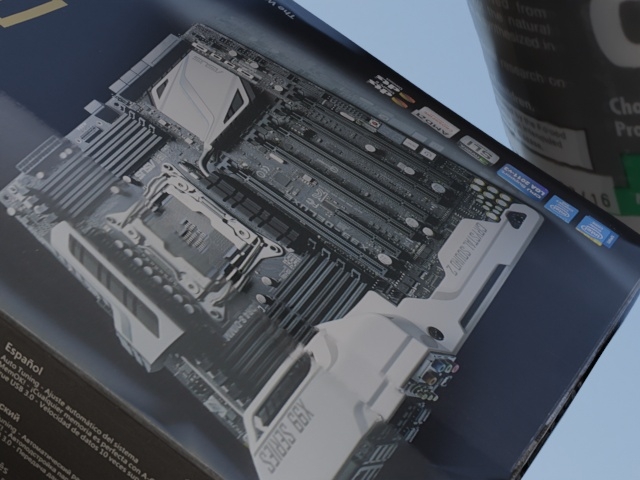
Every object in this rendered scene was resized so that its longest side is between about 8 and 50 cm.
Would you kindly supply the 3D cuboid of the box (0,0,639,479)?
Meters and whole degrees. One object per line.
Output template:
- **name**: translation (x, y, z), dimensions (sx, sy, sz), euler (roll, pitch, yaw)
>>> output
- **box**: translation (-0.066, -0.016, 0.473), dimensions (0.307, 0.242, 0.077), euler (36, -59, 10)

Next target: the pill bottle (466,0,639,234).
- **pill bottle**: translation (0.150, -0.196, 0.723), dimensions (0.204, 0.204, 0.361), euler (16, -40, 42)
